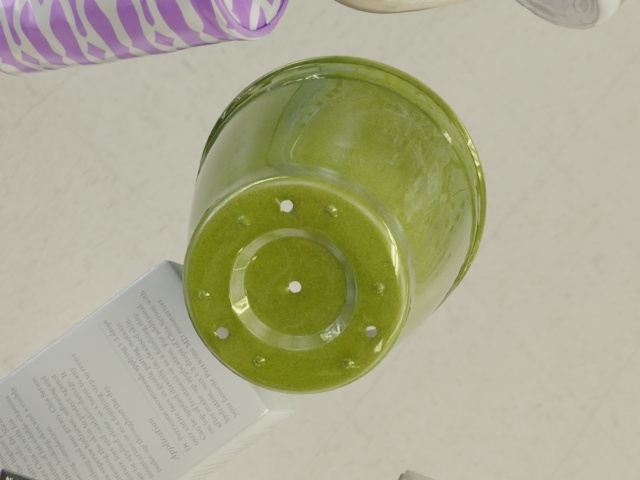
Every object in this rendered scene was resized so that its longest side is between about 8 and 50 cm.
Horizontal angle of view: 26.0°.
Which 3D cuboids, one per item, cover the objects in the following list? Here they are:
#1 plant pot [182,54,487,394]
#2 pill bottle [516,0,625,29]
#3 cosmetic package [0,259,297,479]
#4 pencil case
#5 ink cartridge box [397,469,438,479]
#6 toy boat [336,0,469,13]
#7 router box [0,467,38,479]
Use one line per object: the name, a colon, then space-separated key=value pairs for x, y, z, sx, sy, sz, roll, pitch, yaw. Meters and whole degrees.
plant pot: x=0.000 y=0.000 z=1.573 sx=0.366 sy=0.366 sz=0.353 roll=46 pitch=18 yaw=-7
pill bottle: x=0.116 y=-0.144 z=0.529 sx=0.067 sy=0.067 sz=0.120 roll=42 pitch=77 yaw=-9
cosmetic package: x=-0.283 y=0.249 z=1.703 sx=0.453 sy=0.161 sz=0.230 roll=-36 pitch=78 yaw=6
pencil case: x=-0.118 y=-0.150 z=0.819 sx=0.086 sy=0.206 sz=0.088 roll=-41 pitch=122 yaw=-53
ink cartridge box: x=0.165 y=0.369 z=1.521 sx=0.219 sy=0.160 sz=0.092 roll=17 pitch=27 yaw=16
toy boat: x=0.086 y=-0.292 z=0.758 sx=0.267 sy=0.318 sz=0.148 roll=-20 pitch=39 yaw=-18
router box: x=-0.255 y=0.319 z=1.377 sx=0.178 sy=0.046 sz=0.133 roll=24 pitch=45 yaw=-21
